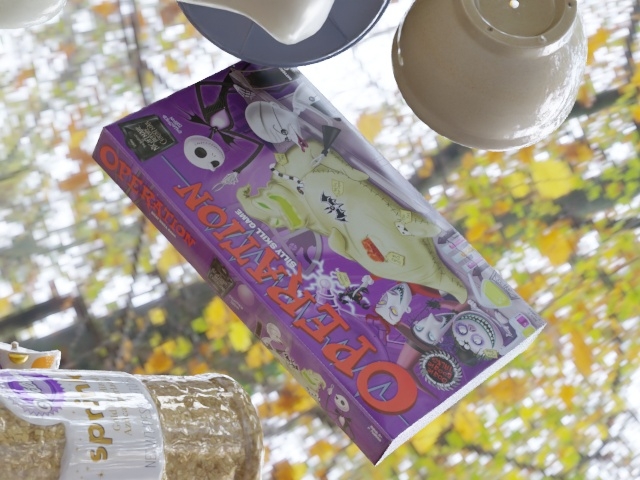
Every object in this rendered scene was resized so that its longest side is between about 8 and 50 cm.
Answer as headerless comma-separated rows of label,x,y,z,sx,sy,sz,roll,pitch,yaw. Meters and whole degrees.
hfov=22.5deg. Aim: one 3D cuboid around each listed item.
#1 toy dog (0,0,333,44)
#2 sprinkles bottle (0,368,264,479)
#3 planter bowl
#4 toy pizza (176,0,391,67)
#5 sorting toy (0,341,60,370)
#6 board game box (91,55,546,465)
toy dog,-0.060,-0.301,0.806,0.408,0.284,0.395,14,-48,57
sprinkles bottle,-0.209,0.143,1.073,0.121,0.355,0.121,-9,-101,49
planter bowl,0.145,-0.168,1.295,0.162,0.162,0.109,48,-23,13
toy pizza,-0.032,-0.245,1.357,0.201,0.032,0.201,1,-67,3
sorting toy,-0.272,0.123,1.370,0.083,0.045,0.075,12,-78,17
board game box,0.000,0.000,1.323,0.347,0.208,0.056,46,-36,14
